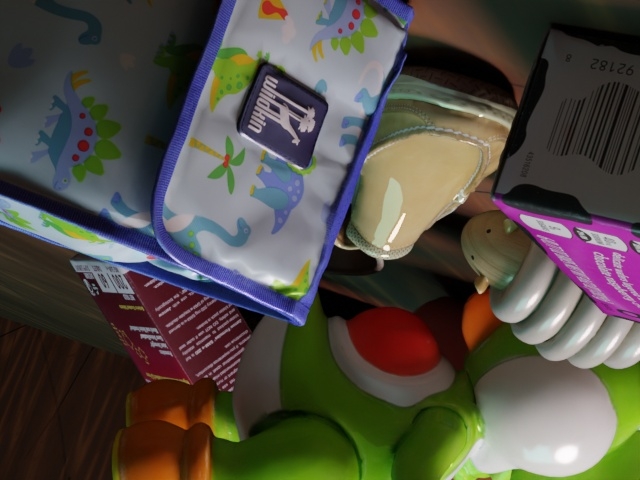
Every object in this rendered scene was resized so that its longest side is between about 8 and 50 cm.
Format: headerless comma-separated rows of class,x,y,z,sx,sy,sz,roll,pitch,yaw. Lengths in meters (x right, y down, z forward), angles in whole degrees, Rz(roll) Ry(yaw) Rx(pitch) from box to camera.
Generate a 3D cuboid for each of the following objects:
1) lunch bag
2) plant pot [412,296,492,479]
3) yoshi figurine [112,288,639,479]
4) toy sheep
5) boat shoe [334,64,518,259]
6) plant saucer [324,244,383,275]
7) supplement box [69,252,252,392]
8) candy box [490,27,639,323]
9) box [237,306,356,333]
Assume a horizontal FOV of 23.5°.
lunch bag,-0.053,-0.053,0.551,0.151,0.129,0.096,22,171,-10
plant pot,0.150,0.179,1.129,0.243,0.275,0.275,27,174,20
yoshi figurine,0.072,0.143,0.918,0.362,0.204,0.203,-11,151,2
toy sheep,0.129,0.020,0.742,0.132,0.091,0.091,20,171,-6
boat shoe,0.039,-0.025,0.690,0.068,0.072,0.190,20,170,-4
plant saucer,-0.104,-0.055,0.884,0.310,0.050,0.310,19,170,3
supplement box,-0.106,0.098,1.311,0.239,0.073,0.130,59,157,-14
candy box,0.197,0.004,0.547,0.233,0.071,0.159,14,169,29
box,-0.031,0.175,1.521,0.143,0.191,0.381,-17,-174,-24
